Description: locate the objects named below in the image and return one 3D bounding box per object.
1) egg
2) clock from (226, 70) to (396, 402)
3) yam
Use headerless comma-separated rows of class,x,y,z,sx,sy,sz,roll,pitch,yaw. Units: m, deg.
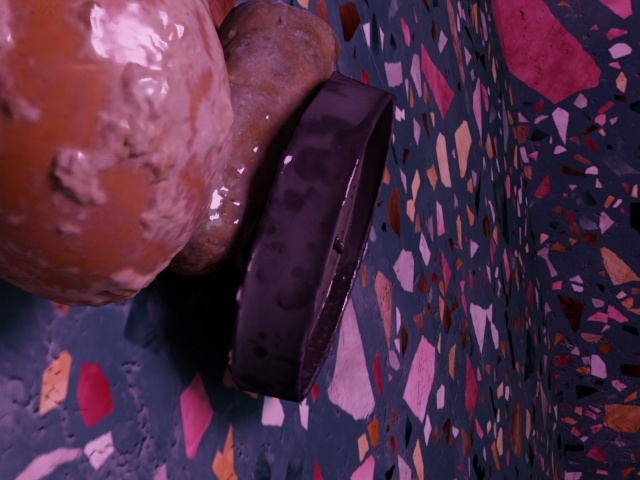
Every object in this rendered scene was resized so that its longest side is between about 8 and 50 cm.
egg,-0.153,-0.079,0.437,0.203,0.204,0.245,-44,130,-60
clock,0.000,0.000,0.737,0.325,0.067,0.324,17,90,-82
yam,-0.076,-0.106,0.700,0.133,0.133,0.330,61,37,-40
